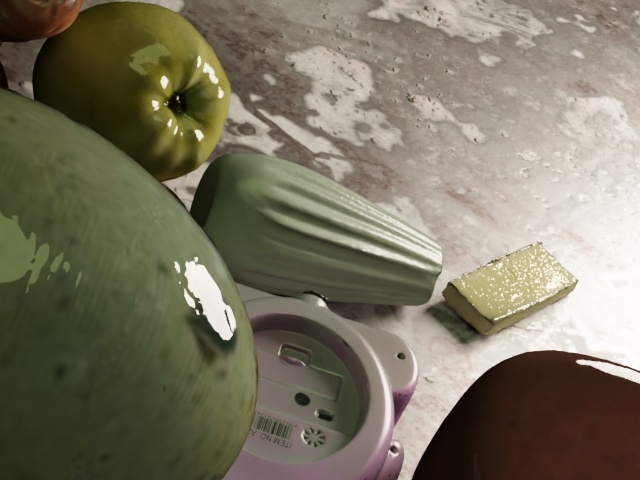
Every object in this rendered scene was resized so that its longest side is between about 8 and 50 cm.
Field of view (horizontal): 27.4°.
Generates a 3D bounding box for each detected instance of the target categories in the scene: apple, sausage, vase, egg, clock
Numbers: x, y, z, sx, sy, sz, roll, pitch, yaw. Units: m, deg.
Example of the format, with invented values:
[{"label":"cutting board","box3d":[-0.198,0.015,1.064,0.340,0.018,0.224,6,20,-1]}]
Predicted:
[{"label":"apple","box3d":[-0.184,-0.144,1.292,0.200,0.200,0.200,11,42,-10]},{"label":"sausage","box3d":[-0.297,-0.239,1.277,0.094,0.094,0.419,-36,18,-10]},{"label":"vase","box3d":[0.000,0.000,1.267,0.248,0.128,0.128,17,40,-18]},{"label":"egg","box3d":[-0.252,0.062,0.921,0.427,0.345,0.345,11,41,3]},{"label":"clock","box3d":[-0.039,0.154,1.106,0.227,0.090,0.248,18,43,-1]}]

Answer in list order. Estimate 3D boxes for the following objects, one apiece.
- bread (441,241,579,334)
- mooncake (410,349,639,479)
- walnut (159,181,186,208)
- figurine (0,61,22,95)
[{"label":"bread","box3d":[0.198,0.049,1.358,0.153,0.028,0.068,-23,56,-39]},{"label":"mooncake","box3d":[0.211,0.248,1.036,0.333,0.174,0.326,-8,51,-32]},{"label":"walnut","box3d":[-0.189,-0.012,1.246,0.121,0.052,0.091,-20,95,-33]},{"label":"figurine","box3d":[-0.385,-0.163,1.272,0.263,0.142,0.189,46,12,32]}]
